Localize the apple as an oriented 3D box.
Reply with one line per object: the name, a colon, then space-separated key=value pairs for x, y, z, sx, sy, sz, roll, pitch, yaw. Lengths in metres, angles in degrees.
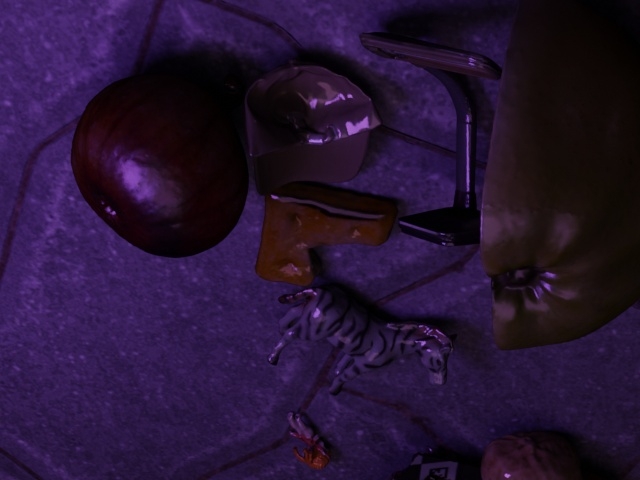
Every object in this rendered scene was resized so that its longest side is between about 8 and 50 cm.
apple: x=0.251 y=-0.060 z=1.549 sx=0.320 sy=0.360 sz=0.311 roll=34 pitch=135 yaw=-17

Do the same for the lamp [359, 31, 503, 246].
lamp: x=0.168 y=-0.114 z=1.633 sx=0.203 sy=0.124 sz=0.283 roll=24 pitch=133 yaw=53

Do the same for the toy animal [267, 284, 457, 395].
toy animal: x=0.050 y=0.148 z=1.991 sx=0.255 sy=0.090 sz=0.170 roll=17 pitch=130 yaw=-10

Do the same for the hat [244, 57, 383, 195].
hat: x=-0.028 y=-0.138 z=1.742 sx=0.166 sy=0.144 sz=0.173 roll=-12 pitch=177 yaw=-15

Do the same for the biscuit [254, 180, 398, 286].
biscuit: x=0.000 y=0.000 z=1.884 sx=0.174 sy=0.039 sz=0.183 roll=12 pitch=135 yaw=-4

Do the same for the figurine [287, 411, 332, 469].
figurine: x=-0.022 y=0.308 z=2.186 sx=0.064 sy=0.047 sz=0.109 roll=7 pitch=136 yaw=46

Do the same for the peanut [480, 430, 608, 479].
peanut: x=0.346 y=0.368 z=2.118 sx=0.137 sy=0.122 sz=0.253 roll=-46 pitch=119 yaw=7

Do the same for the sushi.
sushi: x=0.195 y=0.429 z=2.247 sx=0.292 sy=0.059 sz=0.294 roll=18 pitch=126 yaw=-26

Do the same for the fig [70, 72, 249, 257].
fig: x=-0.186 y=-0.093 z=1.712 sx=0.235 sy=0.214 sz=0.235 roll=17 pitch=124 yaw=27

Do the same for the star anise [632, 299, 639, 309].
star anise: x=0.407 y=0.030 z=1.819 sx=0.195 sy=0.065 sz=0.182 roll=-2 pitch=132 yaw=18
